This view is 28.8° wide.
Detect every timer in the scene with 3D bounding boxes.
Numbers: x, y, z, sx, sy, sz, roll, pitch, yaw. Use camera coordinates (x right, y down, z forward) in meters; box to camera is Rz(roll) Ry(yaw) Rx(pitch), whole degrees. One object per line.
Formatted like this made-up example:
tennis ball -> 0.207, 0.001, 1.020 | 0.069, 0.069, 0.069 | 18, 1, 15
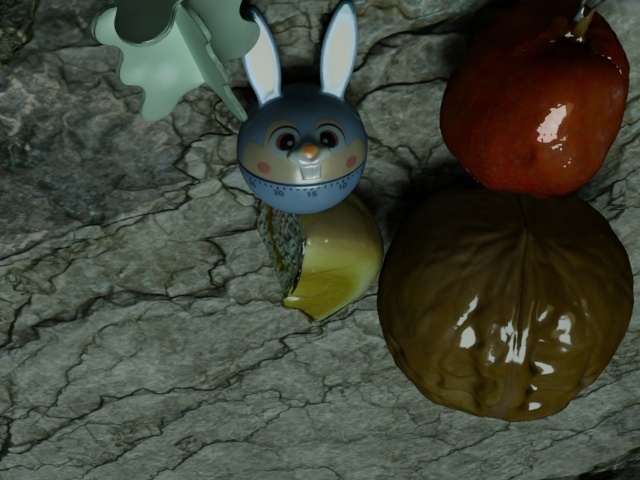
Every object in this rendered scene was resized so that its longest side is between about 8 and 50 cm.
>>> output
timer -> -0.019, -0.136, 1.453 | 0.175, 0.175, 0.255 | -4, 149, -6

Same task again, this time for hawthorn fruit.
hawthorn fruit -> 0.256, -0.182, 1.408 | 0.211, 0.211, 0.299 | 0, 140, -14

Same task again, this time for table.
table -> -0.145, -0.217, 1.289 | 0.166, 0.167, 0.198 | -11, 152, 6

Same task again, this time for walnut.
walnut -> 0.257, 0.088, 1.749 | 0.353, 0.308, 0.398 | -7, 150, 0

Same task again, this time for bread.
bread -> 0.005, 0.005, 1.723 | 0.156, 0.158, 0.261 | -8, 151, -20
